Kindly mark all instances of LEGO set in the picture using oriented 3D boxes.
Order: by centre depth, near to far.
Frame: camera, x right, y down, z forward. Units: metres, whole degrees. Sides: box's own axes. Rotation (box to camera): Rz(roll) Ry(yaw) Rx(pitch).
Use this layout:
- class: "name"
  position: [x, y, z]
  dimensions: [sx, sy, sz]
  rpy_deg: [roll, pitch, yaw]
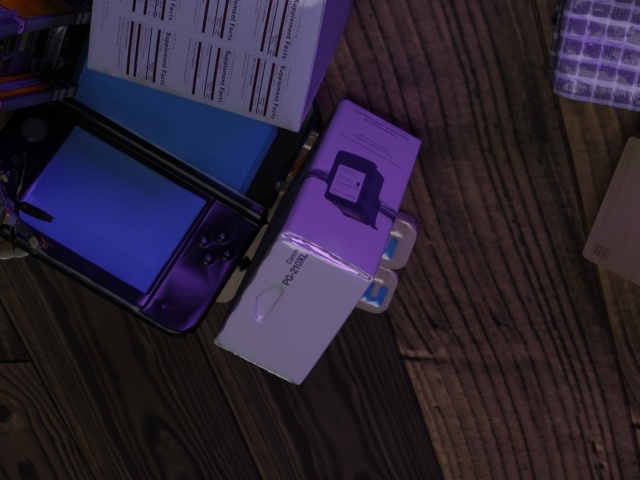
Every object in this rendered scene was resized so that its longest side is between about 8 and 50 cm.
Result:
- class: "LEGO set"
  position: [-0.357, -0.157, 1.420]
  dimensions: [0.255, 0.192, 0.331]
  rpy_deg: [24, 114, 23]

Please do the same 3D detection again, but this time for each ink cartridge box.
- class: "ink cartridge box"
  position: [0.000, 0.000, 1.438]
  dimensions: [0.100, 0.237, 0.172]
  rpy_deg: [28, 130, -5]

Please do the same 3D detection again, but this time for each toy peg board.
- class: "toy peg board"
  position: [0.367, -0.026, 1.439]
  dimensions: [0.160, 0.079, 0.161]
  rpy_deg: [28, 133, 16]

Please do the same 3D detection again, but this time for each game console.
- class: "game console"
  position: [-0.192, -0.087, 1.486]
  dimensions: [0.293, 0.250, 0.173]
  rpy_deg: [30, 158, 3]

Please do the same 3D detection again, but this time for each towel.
- class: "towel"
  position: [0.342, -0.214, 1.248]
  dimensions: [0.283, 0.121, 0.235]
  rpy_deg: [12, 130, 9]

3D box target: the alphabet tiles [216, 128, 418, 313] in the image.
- class: "alphabet tiles"
  position: [-0.040, -0.018, 1.605]
  dimensions: [0.284, 0.021, 0.278]
  rpy_deg: [20, 129, 2]

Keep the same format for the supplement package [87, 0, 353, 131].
- class: "supplement package"
  position: [-0.079, -0.236, 1.321]
  dimensions: [0.203, 0.194, 0.149]
  rpy_deg: [17, 132, 4]

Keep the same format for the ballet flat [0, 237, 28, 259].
- class: "ballet flat"
  position: [-0.419, -0.014, 1.695]
  dimensions: [0.342, 0.116, 0.124]
  rpy_deg: [-13, 143, 22]
